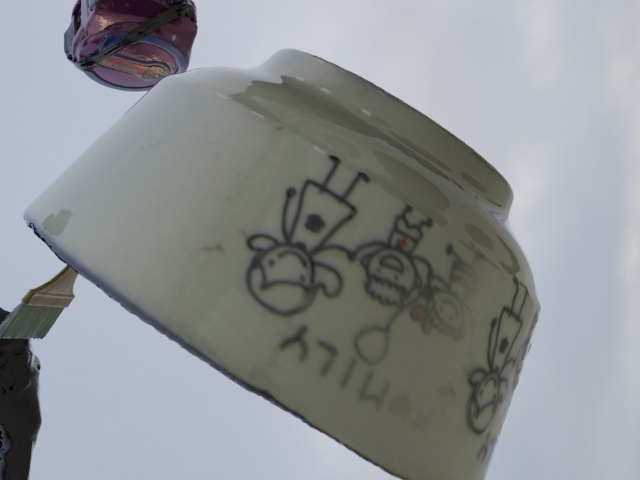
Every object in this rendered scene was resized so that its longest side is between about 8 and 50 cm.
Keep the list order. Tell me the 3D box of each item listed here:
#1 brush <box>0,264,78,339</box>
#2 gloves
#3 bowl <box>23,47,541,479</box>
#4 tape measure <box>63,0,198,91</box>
[{"bbox_3d":[-0.222,0.011,0.949,0.205,0.011,0.083,-52,-15,4],"label":"brush"},{"bbox_3d":[-0.406,0.220,1.158,0.152,0.197,0.301,-31,-36,-85],"label":"gloves"},{"bbox_3d":[0.000,0.000,0.456,0.126,0.237,0.238,-59,-25,-1],"label":"bowl"},{"bbox_3d":[-0.177,-0.198,0.962,0.118,0.125,0.074,10,-116,-31],"label":"tape measure"}]
